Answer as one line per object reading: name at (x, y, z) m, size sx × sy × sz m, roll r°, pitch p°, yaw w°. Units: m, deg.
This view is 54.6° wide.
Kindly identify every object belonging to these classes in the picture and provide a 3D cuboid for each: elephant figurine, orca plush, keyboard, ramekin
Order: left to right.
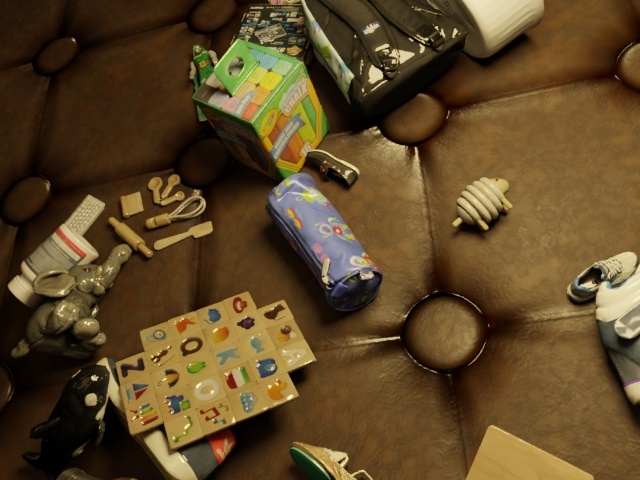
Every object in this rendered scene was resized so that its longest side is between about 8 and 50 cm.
orca plush at (-0.491, 0.338, 1.138) m, size 0.287 × 0.102 × 0.151 m, roll -42°, pitch 59°, yaw 28°
keyboard at (-0.614, 0.002, 1.479) m, size 0.072 × 0.014 × 0.256 m, roll 27°, pitch 74°, yaw 28°
elephant figurine at (-0.524, 0.123, 1.325) m, size 0.169 × 0.186 × 0.239 m, roll -50°, pitch 36°, yaw 37°
ramekin at (0.323, -0.521, 1.311) m, size 0.135 × 0.277 × 0.277 m, roll -40°, pitch 58°, yaw 4°

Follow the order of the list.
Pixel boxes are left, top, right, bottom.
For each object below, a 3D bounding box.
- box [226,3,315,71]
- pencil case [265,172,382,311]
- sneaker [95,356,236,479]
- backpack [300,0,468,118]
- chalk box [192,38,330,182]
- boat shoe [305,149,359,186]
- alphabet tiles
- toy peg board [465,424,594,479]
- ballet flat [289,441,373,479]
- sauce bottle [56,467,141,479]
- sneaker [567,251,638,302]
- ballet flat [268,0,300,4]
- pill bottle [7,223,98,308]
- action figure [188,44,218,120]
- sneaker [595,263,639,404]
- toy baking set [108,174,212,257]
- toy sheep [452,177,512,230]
box at (-0.108, -0.515, 1.567) m, size 0.220 × 0.051 × 0.175 m, roll 9°, pitch 67°, yaw 22°
pencil case at (0.000, 0.000, 1.217) m, size 0.119 × 0.133 × 0.306 m, roll -53°, pitch 54°, yaw 26°
sneaker at (-0.289, 0.313, 1.162) m, size 0.148 × 0.131 × 0.350 m, roll -34°, pitch 49°, yaw -27°
backpack at (0.102, -0.464, 1.375) m, size 0.290 × 0.273 × 0.355 m, roll -35°, pitch 78°, yaw -6°
chalk box at (-0.128, -0.289, 1.315) m, size 0.179 × 0.289 × 0.180 m, roll 28°, pitch 75°, yaw 28°
boat shoe at (0.019, -0.157, 1.339) m, size 0.133 × 0.049 × 0.042 m, roll 28°, pitch 66°, yaw 23°
alphabet tiles at (-0.196, 0.225, 1.144) m, size 0.342 × 0.011 × 0.285 m, roll -20°, pitch 42°, yaw -14°
toy peg board at (0.310, 0.393, 0.954) m, size 0.161 × 0.079 × 0.161 m, roll 23°, pitch 88°, yaw 27°
ballet flat at (0.038, 0.401, 1.041) m, size 0.206 × 0.073 × 0.067 m, roll 37°, pitch 52°, yaw 27°
sauce bottle at (-0.314, 0.477, 1.075) m, size 0.344 × 0.111 × 0.111 m, roll 11°, pitch 67°, yaw 21°
sneaker at (0.492, 0.059, 1.070) m, size 0.135 × 0.058 × 0.052 m, roll -32°, pitch 58°, yaw -1°
ballet flat at (-0.046, -0.685, 1.633) m, size 0.079 × 0.077 × 0.221 m, roll 38°, pitch 84°, yaw 11°
pill bottle at (-0.600, 0.061, 1.388) m, size 0.180 × 0.108 × 0.108 m, roll -46°, pitch 60°, yaw -9°
action figure at (-0.285, -0.420, 1.572) m, size 0.137 × 0.063 × 0.232 m, roll -29°, pitch 55°, yaw 5°
sneaker at (0.602, 0.112, 0.963) m, size 0.322 × 0.130 × 0.236 m, roll -16°, pitch 64°, yaw 16°
toy baking set at (-0.369, -0.057, 1.421) m, size 0.197 × 0.030 × 0.256 m, roll -45°, pitch 59°, yaw -8°
toy sheep at (0.306, -0.069, 1.183) m, size 0.132 × 0.091 × 0.091 m, roll -41°, pitch 59°, yaw 0°
